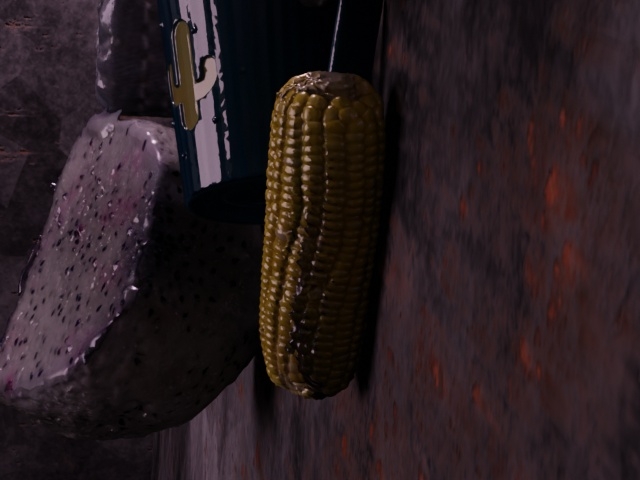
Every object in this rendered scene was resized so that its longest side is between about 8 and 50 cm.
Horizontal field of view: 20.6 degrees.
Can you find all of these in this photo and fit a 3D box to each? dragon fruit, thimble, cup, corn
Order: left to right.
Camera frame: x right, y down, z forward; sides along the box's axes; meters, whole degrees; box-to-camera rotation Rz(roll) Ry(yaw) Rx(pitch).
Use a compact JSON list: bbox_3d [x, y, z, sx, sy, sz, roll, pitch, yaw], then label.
[{"bbox_3d":[-0.131,0.044,1.546,0.221,0.204,0.283,-8,62,54],"label":"dragon fruit"},{"bbox_3d":[-0.125,-0.210,1.645,0.236,0.172,0.205,157,119,-79],"label":"thimble"},{"bbox_3d":[-0.024,-0.102,1.091,0.176,0.131,0.155,-23,67,53],"label":"cup"},{"bbox_3d":[0.000,0.000,1.015,0.072,0.072,0.203,-103,17,-64],"label":"corn"}]

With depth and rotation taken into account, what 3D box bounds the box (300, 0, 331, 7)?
[{"bbox_3d":[0.018,-0.243,0.966,0.201,0.042,0.212,132,145,-62],"label":"box"}]
